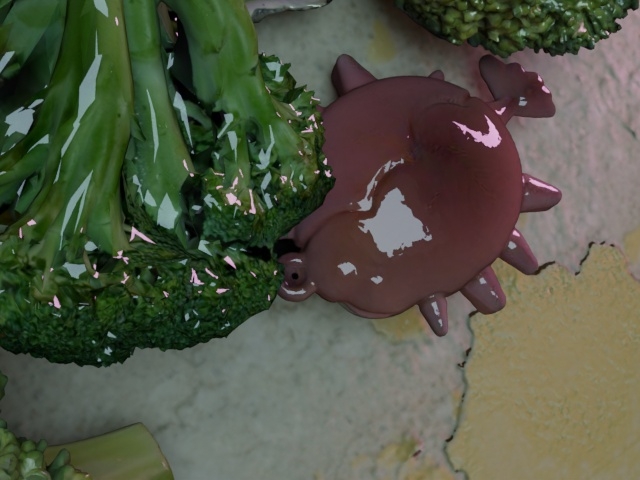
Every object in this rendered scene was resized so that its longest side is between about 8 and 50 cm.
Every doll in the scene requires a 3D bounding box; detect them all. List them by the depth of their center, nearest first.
[{"bbox_3d":[0.068,-0.042,0.717,0.211,0.093,0.262,42,68,3],"label":"doll"}]

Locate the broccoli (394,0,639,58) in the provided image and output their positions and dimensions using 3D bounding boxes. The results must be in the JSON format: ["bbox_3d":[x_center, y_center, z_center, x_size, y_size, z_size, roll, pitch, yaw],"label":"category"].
[{"bbox_3d":[0.119,-0.244,0.709,0.198,0.176,0.226,-18,114,-29],"label":"broccoli"}]

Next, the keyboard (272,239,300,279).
[{"bbox_3d":[0.000,0.000,0.744,0.198,0.010,0.064,4,83,-15],"label":"keyboard"}]

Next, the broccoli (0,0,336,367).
[{"bbox_3d":[-0.138,-0.072,0.571,0.308,0.308,0.275,-3,123,-15],"label":"broccoli"}]

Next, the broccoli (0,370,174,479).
[{"bbox_3d":[-0.205,0.194,0.573,0.260,0.235,0.288,-2,124,-14],"label":"broccoli"}]

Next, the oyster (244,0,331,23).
[{"bbox_3d":[-0.082,-0.192,0.708,0.209,0.072,0.133,-23,79,-33],"label":"oyster"}]
